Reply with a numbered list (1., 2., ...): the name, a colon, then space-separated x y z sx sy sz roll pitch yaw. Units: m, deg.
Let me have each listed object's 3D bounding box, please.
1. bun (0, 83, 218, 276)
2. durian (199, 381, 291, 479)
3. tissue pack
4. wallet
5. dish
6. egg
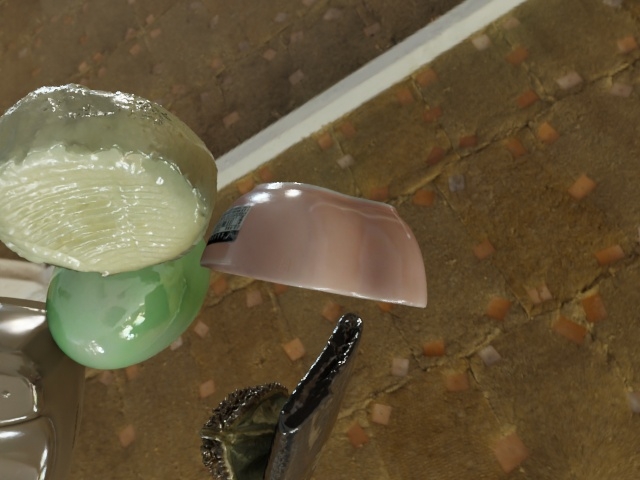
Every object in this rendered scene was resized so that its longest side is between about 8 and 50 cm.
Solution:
1. bun: -0.246 -0.078 0.649 0.259 0.259 0.152 -22 -127 15
2. durian: -0.109 0.256 0.744 0.091 0.188 0.149 2 -107 27
3. tissue pack: -0.535 0.283 0.925 0.277 0.267 0.388 -121 -139 -71
4. wallet: -0.016 0.242 0.677 0.044 0.321 0.170 25 -136 15
5. dish: 0.000 0.000 0.524 0.213 0.213 0.091 8 -94 28
6. egg: -0.292 0.068 0.868 0.220 0.220 0.270 15 -118 30
